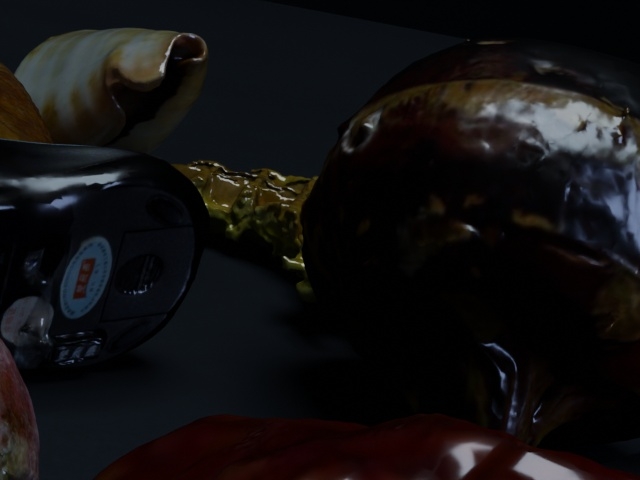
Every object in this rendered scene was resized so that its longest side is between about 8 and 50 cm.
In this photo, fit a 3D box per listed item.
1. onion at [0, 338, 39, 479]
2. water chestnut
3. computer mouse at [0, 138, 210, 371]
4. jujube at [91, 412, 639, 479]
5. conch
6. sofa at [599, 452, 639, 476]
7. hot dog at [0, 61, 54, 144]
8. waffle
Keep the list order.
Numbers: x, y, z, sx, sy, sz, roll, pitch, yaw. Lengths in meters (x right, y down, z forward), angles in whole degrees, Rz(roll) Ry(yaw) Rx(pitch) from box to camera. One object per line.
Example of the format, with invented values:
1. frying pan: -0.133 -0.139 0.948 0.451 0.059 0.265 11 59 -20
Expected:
1. onion: -0.175 0.085 0.537 0.159 0.159 0.195 17 -6 5
2. water chestnut: 0.125 0.024 0.880 0.300 0.300 0.300 15 15 -4
3. computer mouse: -0.175 0.004 0.826 0.233 0.137 0.096 -1 26 -43
4. jujube: 0.022 0.153 0.370 0.232 0.213 0.213 7 7 36
5. conch: -0.176 -0.127 1.156 0.158 0.127 0.255 -23 -7 -38
6. sofa: 0.181 0.157 0.831 0.060 0.039 0.118 26 19 37
7. hot dog: -0.264 -0.059 0.997 0.196 0.122 0.272 11 17 -26
8. waffle: 0.000 0.000 1.165 0.260 0.069 0.293 3 17 -46
